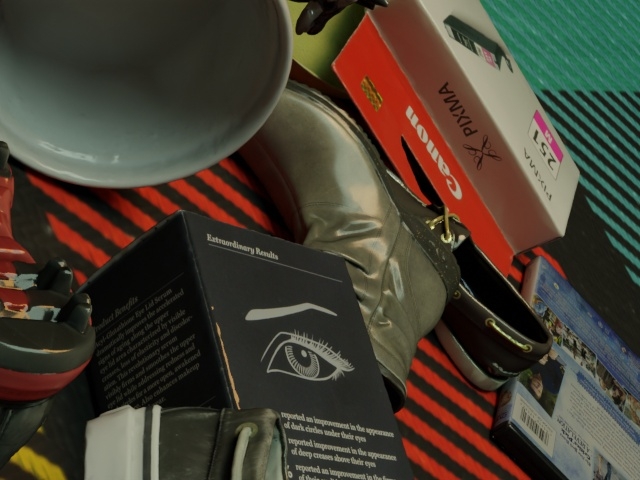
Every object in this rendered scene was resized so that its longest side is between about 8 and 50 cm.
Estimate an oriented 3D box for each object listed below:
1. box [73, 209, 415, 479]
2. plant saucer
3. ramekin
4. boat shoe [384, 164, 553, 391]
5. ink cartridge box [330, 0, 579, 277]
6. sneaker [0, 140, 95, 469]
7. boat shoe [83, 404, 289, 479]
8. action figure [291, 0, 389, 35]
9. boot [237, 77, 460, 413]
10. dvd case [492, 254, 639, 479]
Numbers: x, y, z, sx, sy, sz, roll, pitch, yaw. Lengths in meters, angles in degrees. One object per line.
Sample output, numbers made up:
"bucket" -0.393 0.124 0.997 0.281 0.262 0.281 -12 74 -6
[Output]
"box" -0.043 0.104 0.962 0.153 0.108 0.207 18 46 -46
"plant saucer" -0.022 -0.214 1.372 0.241 0.037 0.241 34 36 -29
"ramekin" -0.126 -0.144 1.009 0.207 0.207 0.109 30 30 -34
"boat shoe" 0.098 0.014 1.280 0.228 0.068 0.081 52 31 -5
"ink cartridge box" 0.128 -0.103 1.400 0.275 0.060 0.239 57 28 -18
"sneaker" -0.207 0.022 0.836 0.097 0.135 0.276 9 28 -35
"boat shoe" -0.041 0.186 0.710 0.335 0.119 0.121 -104 -179 -49
"action figure" -0.036 -0.218 1.201 0.164 0.141 0.275 42 48 6
"boot" 0.000 0.000 1.157 0.246 0.083 0.161 47 37 -9
"dvd case" 0.228 0.144 1.376 0.180 0.022 0.253 46 32 -16
